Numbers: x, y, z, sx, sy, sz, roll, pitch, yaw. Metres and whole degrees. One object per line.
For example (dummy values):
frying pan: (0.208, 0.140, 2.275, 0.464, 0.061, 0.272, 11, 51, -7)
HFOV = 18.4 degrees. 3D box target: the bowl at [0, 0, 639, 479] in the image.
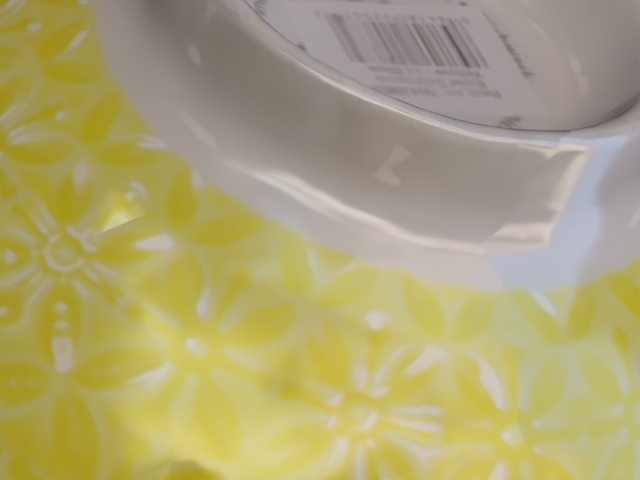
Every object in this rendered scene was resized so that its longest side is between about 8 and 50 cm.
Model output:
bowl: (0.000, 0.000, 0.457, 0.289, 0.289, 0.156, -92, -158, -50)
